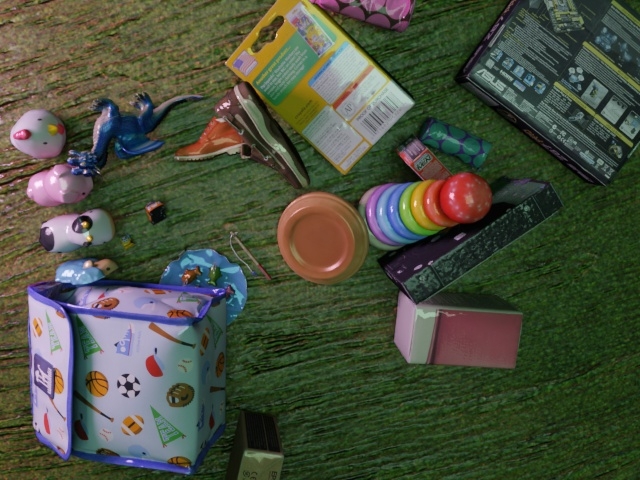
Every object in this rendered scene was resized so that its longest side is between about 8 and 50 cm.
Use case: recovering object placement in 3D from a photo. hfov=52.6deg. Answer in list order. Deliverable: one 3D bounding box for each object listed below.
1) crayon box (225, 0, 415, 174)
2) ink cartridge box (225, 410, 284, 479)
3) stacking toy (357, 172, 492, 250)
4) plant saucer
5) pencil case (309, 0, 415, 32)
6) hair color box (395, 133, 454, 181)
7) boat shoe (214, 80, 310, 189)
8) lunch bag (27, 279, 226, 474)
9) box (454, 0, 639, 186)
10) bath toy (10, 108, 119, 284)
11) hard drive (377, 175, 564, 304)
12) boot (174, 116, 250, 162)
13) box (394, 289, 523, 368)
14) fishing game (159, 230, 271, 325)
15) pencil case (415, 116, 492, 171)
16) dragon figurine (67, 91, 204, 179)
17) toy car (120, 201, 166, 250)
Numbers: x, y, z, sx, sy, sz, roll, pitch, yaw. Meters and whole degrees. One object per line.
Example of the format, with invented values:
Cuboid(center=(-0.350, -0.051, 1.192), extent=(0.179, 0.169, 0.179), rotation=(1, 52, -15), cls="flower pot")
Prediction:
Cuboid(center=(0.002, -0.315, 1.283), extent=(0.323, 0.083, 0.203), rotation=(42, 109, -11), cls="crayon box")
Cuboid(center=(-0.148, 0.508, 1.362), extent=(0.088, 0.193, 0.234), rotation=(11, 98, -10), cls="ink cartridge box")
Cuboid(center=(0.198, -0.063, 1.232), extent=(0.141, 0.330, 0.141), rotation=(3, 83, -23), cls="stacking toy")
Cuboid(center=(0.000, 0.000, 1.337), extent=(0.200, 0.037, 0.199), rotation=(6, 108, 18), cls="plant saucer")
Cuboid(center=(0.084, -0.490, 1.286), extent=(0.210, 0.095, 0.098), rotation=(13, 128, -9), cls="pencil case")
Cuboid(center=(0.236, -0.135, 1.330), extent=(0.053, 0.093, 0.167), rotation=(-43, 118, 11), cls="hair color box")
Cuboid(center=(-0.117, -0.193, 1.290), extent=(0.095, 0.095, 0.257), rotation=(-30, 123, 9), cls="boat shoe")
Cuboid(center=(-0.399, 0.255, 1.277), extent=(0.386, 0.239, 0.327), rotation=(6, 102, 11), cls="lunch bag")
Cuboid(center=(0.531, -0.352, 1.354), extent=(0.395, 0.097, 0.318), rotation=(34, 96, -10), cls="box")
Cuboid(center=(-0.504, -0.087, 1.264), extent=(0.152, 0.129, 0.348), rotation=(-17, 100, -3), cls="bath toy")
Cuboid(center=(0.290, -0.009, 1.309), extent=(0.339, 0.237, 0.064), rotation=(-35, 102, -1), cls="hard drive")
Cuboid(center=(-0.226, -0.205, 1.315), extent=(0.158, 0.059, 0.084), rotation=(-16, 97, -12), cls="boot")
Cuboid(center=(0.288, 0.187, 1.383), extent=(0.233, 0.148, 0.126), rotation=(4, 99, -6), cls="box")
Cuboid(center=(-0.246, 0.107, 1.368), extent=(0.264, 0.041, 0.189), rotation=(-37, 104, 0), cls="fishing game")
Cuboid(center=(0.280, -0.204, 1.364), extent=(0.152, 0.070, 0.064), rotation=(23, 63, -8), cls="pencil case")
Cuboid(center=(-0.361, -0.207, 1.265), extent=(0.289, 0.085, 0.143), rotation=(-17, 95, -33), cls="dragon figurine")
Cuboid(center=(-0.370, -0.039, 1.325), extent=(0.122, 0.060, 0.040), rotation=(-39, 69, -6), cls="toy car")
